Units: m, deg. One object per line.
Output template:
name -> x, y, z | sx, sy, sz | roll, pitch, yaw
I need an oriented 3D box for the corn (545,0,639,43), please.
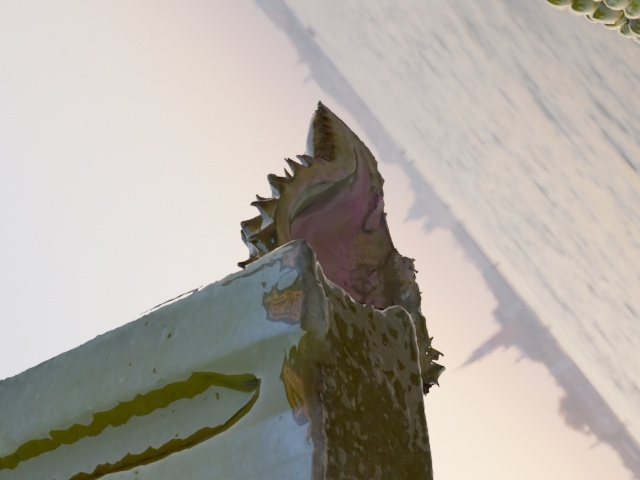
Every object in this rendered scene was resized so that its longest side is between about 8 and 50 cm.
corn -> 0.224, -0.113, 0.450 | 0.310, 0.102, 0.101 | 7, -159, -13

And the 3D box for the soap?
soap -> -0.093, 0.147, 0.492 | 0.091, 0.315, 0.199 | 27, -132, -44

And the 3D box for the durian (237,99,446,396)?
durian -> -0.002, 0.008, 0.649 | 0.140, 0.078, 0.224 | 22, -135, -30
